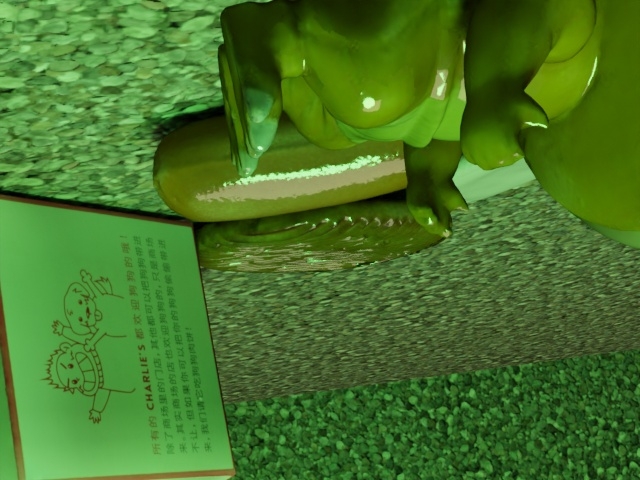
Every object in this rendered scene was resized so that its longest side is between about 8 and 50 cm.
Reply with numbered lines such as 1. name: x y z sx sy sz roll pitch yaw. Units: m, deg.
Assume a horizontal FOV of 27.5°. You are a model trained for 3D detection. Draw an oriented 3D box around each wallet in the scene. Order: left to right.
1. wallet: 0.195 -0.081 1.433 0.124 0.032 0.183 5 158 -44

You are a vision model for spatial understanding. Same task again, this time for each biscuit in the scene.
1. biscuit: 0.000 0.000 1.546 0.317 0.040 0.318 -6 170 -1

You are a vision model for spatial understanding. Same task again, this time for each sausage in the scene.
1. sausage: -0.014 -0.076 1.170 0.274 0.105 0.105 -10 166 2

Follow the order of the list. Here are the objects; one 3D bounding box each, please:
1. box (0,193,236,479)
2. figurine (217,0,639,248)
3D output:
1. box: -0.314 0.147 1.403 0.300 0.315 0.312 -23 161 35
2. figurine: 0.136 -0.141 0.704 0.387 0.268 0.401 -6 161 -7
